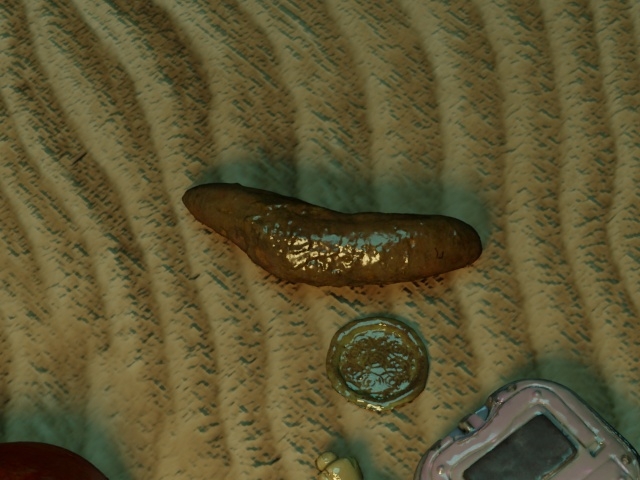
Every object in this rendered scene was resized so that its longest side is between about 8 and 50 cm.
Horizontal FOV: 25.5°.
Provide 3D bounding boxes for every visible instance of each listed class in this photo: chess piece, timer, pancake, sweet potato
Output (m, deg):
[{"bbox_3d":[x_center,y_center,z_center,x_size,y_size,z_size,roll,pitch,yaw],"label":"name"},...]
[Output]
[{"bbox_3d":[0.052,0.276,1.395,0.060,0.060,0.172,-35,62,-14],"label":"chess piece"},{"bbox_3d":[0.205,0.243,1.392,0.208,0.069,0.191,-39,62,-14],"label":"timer"},{"bbox_3d":[0.060,0.130,1.498,0.115,0.011,0.114,-3,61,5],"label":"pancake"},{"bbox_3d":[0.001,0.002,1.531,0.342,0.092,0.114,9,37,9],"label":"sweet potato"}]

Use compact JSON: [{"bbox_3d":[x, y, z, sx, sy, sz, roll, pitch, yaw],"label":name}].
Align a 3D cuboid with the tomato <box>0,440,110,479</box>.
[{"bbox_3d":[-0.323,0.309,1.339,0.309,0.170,0.309,-2,62,4],"label":"tomato"}]
